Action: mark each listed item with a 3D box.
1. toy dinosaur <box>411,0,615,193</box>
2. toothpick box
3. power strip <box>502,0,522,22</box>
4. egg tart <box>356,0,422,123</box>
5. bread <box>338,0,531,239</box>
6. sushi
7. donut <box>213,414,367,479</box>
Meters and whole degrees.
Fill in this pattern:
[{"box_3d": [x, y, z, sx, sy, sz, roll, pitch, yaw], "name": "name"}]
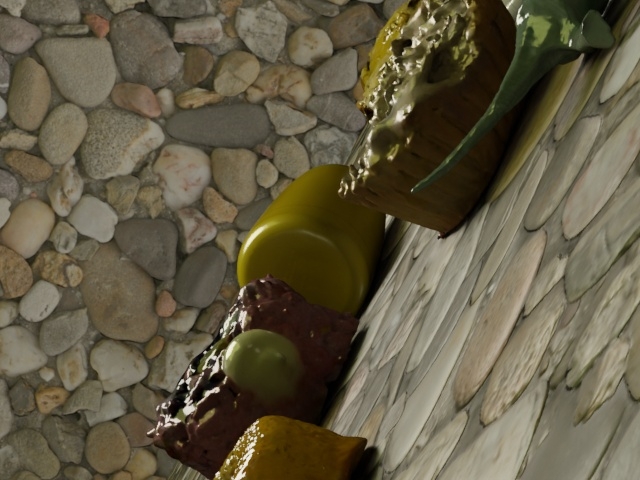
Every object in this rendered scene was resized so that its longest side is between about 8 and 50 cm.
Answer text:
[{"box_3d": [0.210, -0.195, 1.391, 0.393, 0.092, 0.205, -62, 4, -1], "name": "toy dinosaur"}, {"box_3d": [0.000, 0.000, 2.114, 0.175, 0.175, 0.271, -59, 2, 25], "name": "toothpick box"}, {"box_3d": [0.269, -0.316, 1.725, 0.338, 0.058, 0.098, -57, 7, 44], "name": "power strip"}, {"box_3d": [0.149, -0.284, 2.225, 0.279, 0.095, 0.279, -40, -10, -8], "name": "egg tart"}, {"box_3d": [0.128, -0.140, 1.647, 0.274, 0.149, 0.274, -58, 11, 18], "name": "bread"}, {"box_3d": [-0.077, 0.171, 1.894, 0.270, 0.171, 0.236, -57, 2, -17], "name": "sushi"}, {"box_3d": [-0.062, 0.278, 1.395, 0.277, 0.108, 0.277, -60, 5, 8], "name": "donut"}]
